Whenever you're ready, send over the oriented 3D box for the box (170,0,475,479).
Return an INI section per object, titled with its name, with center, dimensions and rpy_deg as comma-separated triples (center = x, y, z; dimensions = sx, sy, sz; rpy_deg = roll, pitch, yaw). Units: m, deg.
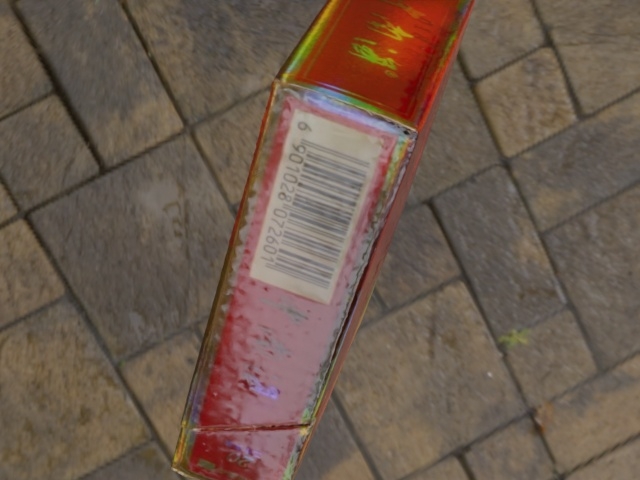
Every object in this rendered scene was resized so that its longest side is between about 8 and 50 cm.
[box]
center = 0.000, -0.001, 0.729
dimensions = 0.089, 0.197, 0.313
rpy_deg = 21, 127, 2
